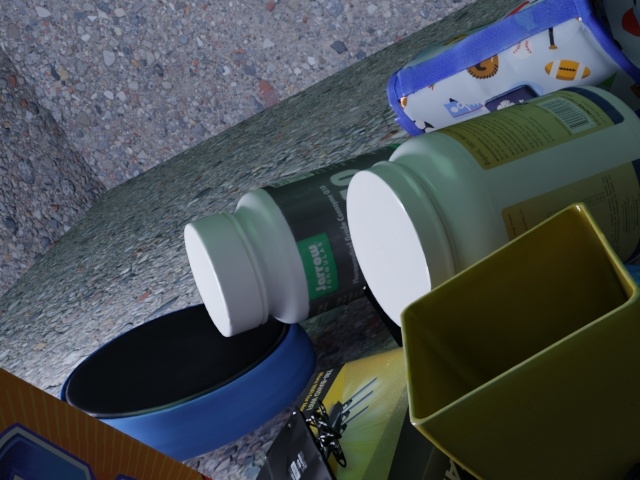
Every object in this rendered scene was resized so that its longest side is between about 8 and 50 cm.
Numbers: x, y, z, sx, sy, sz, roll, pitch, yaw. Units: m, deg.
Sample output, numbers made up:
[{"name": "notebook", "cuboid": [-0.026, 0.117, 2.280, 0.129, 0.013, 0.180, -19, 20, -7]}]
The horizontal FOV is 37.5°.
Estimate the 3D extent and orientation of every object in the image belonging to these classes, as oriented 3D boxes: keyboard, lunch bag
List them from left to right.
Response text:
[{"name": "keyboard", "cuboid": [-0.005, 0.236, 0.979, 0.100, 0.038, 0.192, -57, 19, 5]}, {"name": "lunch bag", "cuboid": [0.325, -0.233, 1.318, 0.328, 0.239, 0.385, -21, -14, 40]}]

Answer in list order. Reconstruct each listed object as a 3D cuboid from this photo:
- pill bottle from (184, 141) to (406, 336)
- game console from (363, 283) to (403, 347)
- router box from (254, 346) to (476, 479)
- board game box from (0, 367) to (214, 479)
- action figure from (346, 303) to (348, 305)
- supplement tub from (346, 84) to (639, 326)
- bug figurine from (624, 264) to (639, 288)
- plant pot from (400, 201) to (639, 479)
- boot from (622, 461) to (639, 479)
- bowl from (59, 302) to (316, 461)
[{"name": "pill bottle", "cuboid": [0.000, 0.000, 1.379, 0.361, 0.204, 0.204, -20, 14, -17]}, {"name": "game console", "cuboid": [0.136, 0.077, 1.231, 0.107, 0.122, 0.071, -41, 20, -22]}, {"name": "router box", "cuboid": [0.052, 0.242, 1.027, 0.243, 0.081, 0.309, -21, 23, 33]}, {"name": "board game box", "cuboid": [-0.314, 0.352, 0.759, 0.356, 0.356, 0.356, -23, 46, 30]}, {"name": "action figure", "cuboid": [0.013, 0.089, 1.557, 0.038, 0.030, 0.115, -49, 21, -26]}, {"name": "supplement tub", "cuboid": [0.212, -0.036, 1.103, 0.316, 0.228, 0.228, -19, 14, -19]}, {"name": "bug figurine", "cuboid": [0.423, 0.029, 0.955, 0.279, 0.072, 0.216, -28, 21, 13]}, {"name": "plant pot", "cuboid": [0.216, 0.126, 0.866, 0.212, 0.187, 0.212, -33, 18, 14]}, {"name": "boot", "cuboid": [0.274, 0.232, 0.743, 0.099, 0.045, 0.121, -6, 36, 54]}, {"name": "bowl", "cuboid": [-0.204, 0.197, 1.409, 0.391, 0.077, 0.391, -15, 18, 5]}]
